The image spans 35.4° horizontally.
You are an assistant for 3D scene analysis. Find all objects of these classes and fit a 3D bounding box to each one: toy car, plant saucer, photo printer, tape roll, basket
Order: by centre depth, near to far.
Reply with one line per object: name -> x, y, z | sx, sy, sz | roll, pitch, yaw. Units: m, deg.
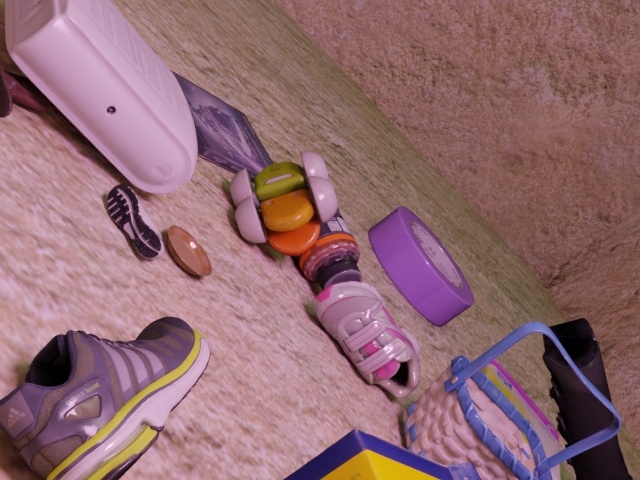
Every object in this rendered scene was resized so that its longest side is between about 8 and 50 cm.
plant saucer -> -0.177, 0.017, 1.325 | 0.083, 0.015, 0.083 | 47, 17, -19
photo printer -> -0.279, -0.216, 1.330 | 0.307, 0.107, 0.256 | 50, 12, -40
basket -> 0.286, 0.277, 1.553 | 0.254, 0.289, 0.201 | 49, 21, -22
toy car -> -0.052, -0.048, 1.605 | 0.182, 0.159, 0.136 | -108, 180, -52
tape roll -> 0.227, 0.057, 2.253 | 0.275, 0.090, 0.274 | 47, 16, -17

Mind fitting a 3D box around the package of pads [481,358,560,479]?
package of pads -> 0.359, 0.364, 1.926 | 0.229, 0.101, 0.296 | 51, 16, 1

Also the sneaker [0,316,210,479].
sneaker -> -0.188, 0.122, 0.901 | 0.121, 0.111, 0.300 | 46, 14, -6

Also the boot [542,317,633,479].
boot -> 0.565, 0.418, 1.987 | 0.367, 0.146, 0.444 | -116, -167, -70

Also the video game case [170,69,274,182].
video game case -> -0.174, -0.192, 1.781 | 0.196, 0.026, 0.274 | 60, 16, 25

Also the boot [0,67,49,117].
boot -> -0.357, -0.169, 1.191 | 0.106, 0.037, 0.114 | 58, 12, 26

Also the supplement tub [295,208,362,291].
supplement tub -> 0.000, 0.000, 1.702 | 0.106, 0.106, 0.197 | 32, 26, -51

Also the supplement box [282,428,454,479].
supplement box -> 0.071, 0.383, 0.891 | 0.195, 0.194, 0.356 | 34, 24, -48

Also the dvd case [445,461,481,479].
dvd case -> 0.121, 0.358, 1.185 | 0.253, 0.022, 0.180 | 0, 48, -33

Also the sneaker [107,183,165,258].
sneaker -> -0.227, -0.020, 1.238 | 0.109, 0.040, 0.044 | 59, 0, 12

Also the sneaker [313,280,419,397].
sneaker -> 0.087, 0.161, 1.599 | 0.252, 0.103, 0.111 | 41, 17, -32
